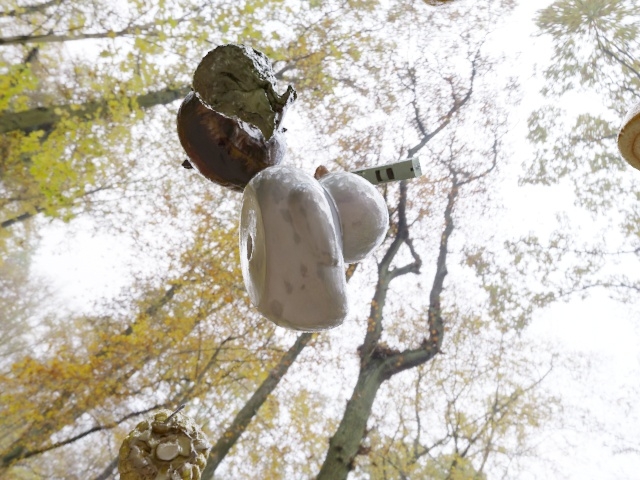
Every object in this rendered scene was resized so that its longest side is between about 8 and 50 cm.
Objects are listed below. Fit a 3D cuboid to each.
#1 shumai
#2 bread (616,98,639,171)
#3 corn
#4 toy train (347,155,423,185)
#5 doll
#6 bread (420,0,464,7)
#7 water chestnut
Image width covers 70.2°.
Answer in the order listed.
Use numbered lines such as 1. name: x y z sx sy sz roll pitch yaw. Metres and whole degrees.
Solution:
1. shumai: -0.066 -0.124 0.409 0.080 0.082 0.083 68 -24 7
2. bread: 0.477 -0.146 0.592 0.149 0.073 0.122 -3 -44 52
3. corn: -0.217 0.311 0.621 0.106 0.106 0.305 39 -38 8
4. toy train: 0.131 -0.148 1.022 0.207 0.047 0.043 -4 -72 46
5. doll: 0.000 0.000 0.628 0.221 0.221 0.251 -36 -127 38
6. bread: 0.066 -0.327 0.349 0.142 0.091 0.305 -4 -39 47
7. water chestnut: -0.241 -0.253 1.165 0.300 0.300 0.300 13 -61 25
